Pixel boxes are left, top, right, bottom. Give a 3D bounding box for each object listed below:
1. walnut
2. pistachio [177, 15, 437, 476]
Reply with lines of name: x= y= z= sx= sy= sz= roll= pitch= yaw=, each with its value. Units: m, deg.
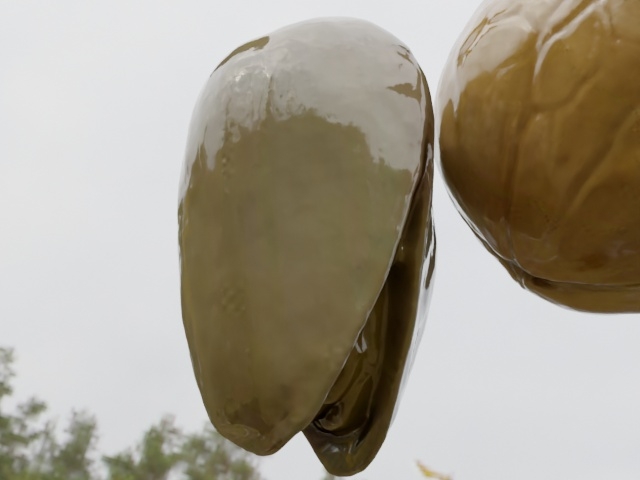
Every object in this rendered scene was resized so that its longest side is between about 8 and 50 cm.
walnut: x=0.157 y=-0.073 z=0.617 sx=0.193 sy=0.225 sz=0.193 roll=30 pitch=-4 yaw=2
pistachio: x=0.000 y=0.000 z=0.558 sx=0.130 sy=0.206 sz=0.131 roll=14 pitch=-24 yaw=-35
